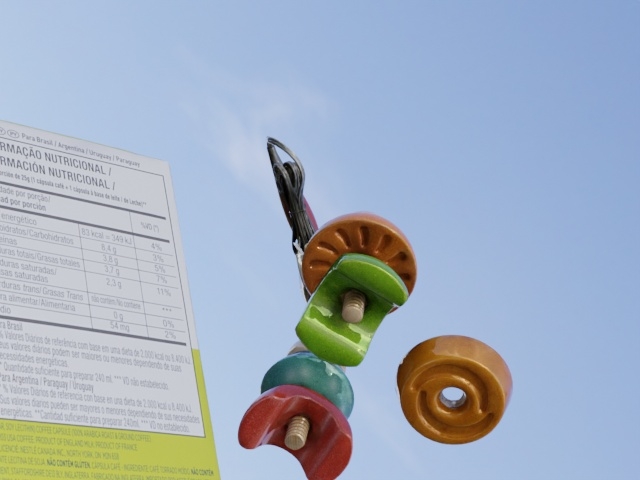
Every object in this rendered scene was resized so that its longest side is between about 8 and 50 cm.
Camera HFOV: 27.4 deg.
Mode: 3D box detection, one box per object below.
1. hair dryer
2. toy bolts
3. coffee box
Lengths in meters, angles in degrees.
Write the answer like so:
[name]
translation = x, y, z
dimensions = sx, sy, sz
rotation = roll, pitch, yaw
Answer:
[hair dryer]
translation = 0.000, 0.000, 1.661
dimensions = 0.293, 0.080, 0.224
rotation = 87, -12, -70
[toy bolts]
translation = 0.046, 0.103, 1.185
dimensions = 0.218, 0.158, 0.228
rotation = 34, -64, -9
[coffee box]
translation = -0.316, 0.121, 0.969
dimensions = 0.337, 0.338, 0.334
rotation = -35, -123, 38
